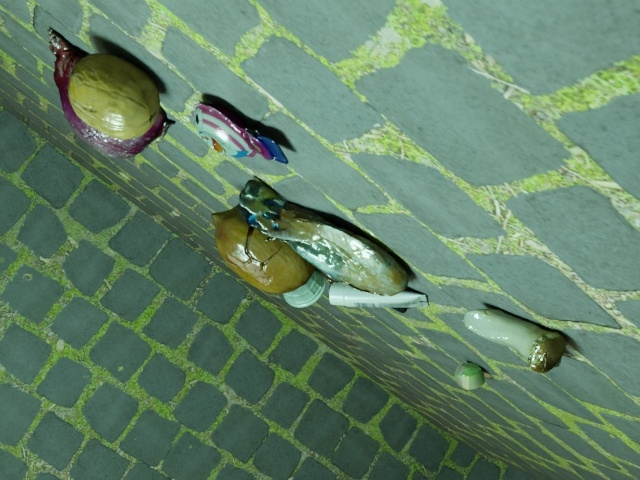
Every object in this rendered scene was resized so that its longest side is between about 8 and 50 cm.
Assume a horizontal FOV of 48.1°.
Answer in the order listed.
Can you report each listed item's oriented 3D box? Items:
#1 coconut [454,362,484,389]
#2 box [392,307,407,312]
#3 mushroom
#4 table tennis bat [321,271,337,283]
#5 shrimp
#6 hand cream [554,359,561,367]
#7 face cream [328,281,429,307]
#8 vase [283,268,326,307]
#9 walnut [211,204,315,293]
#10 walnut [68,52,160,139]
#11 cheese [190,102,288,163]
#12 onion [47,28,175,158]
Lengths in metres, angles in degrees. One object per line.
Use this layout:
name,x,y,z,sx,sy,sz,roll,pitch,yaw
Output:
coconut,0.421,0.385,2.030,0.083,0.082,0.081,-11,119,15
box,0.171,0.141,1.890,0.125,0.027,0.126,26,164,24
mushroom,0.375,0.187,1.407,0.071,0.084,0.209,3,-165,-43
table tennis bat,0.024,0.101,1.874,0.050,0.007,0.083,32,168,11
shrimp,0.000,0.000,1.642,0.446,0.110,0.221,28,161,12
hand cream,0.411,0.205,1.470,0.175,0.046,0.095,31,170,47
face cream,0.140,0.139,1.756,0.244,0.058,0.092,4,160,15
vase,-0.103,0.062,2.063,0.143,0.143,0.299,25,161,36
walnut,-0.149,0.017,1.814,0.298,0.203,0.203,30,168,-10
walnut,-0.425,-0.297,1.486,0.197,0.165,0.165,23,165,15
cheese,-0.162,-0.201,1.385,0.244,0.062,0.155,25,163,33
onion,-0.538,-0.319,1.693,0.349,0.159,0.267,38,164,-18
